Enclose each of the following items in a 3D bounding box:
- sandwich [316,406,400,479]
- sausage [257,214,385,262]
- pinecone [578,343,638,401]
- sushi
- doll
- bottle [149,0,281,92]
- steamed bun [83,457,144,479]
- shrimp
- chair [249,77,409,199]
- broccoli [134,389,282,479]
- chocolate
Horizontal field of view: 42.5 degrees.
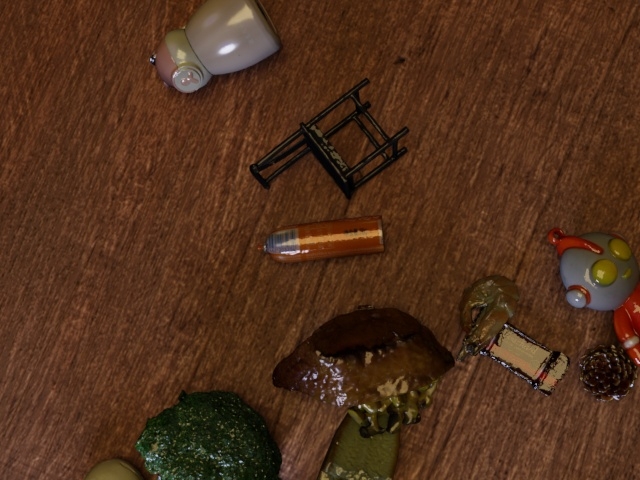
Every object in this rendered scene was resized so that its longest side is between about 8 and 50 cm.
[{"bbox_3d":[0.057,0.399,1.410,0.122,0.128,0.236,19,85,0],"label":"sandwich"},{"bbox_3d":[0.000,0.000,1.500,0.234,0.071,0.071,-6,81,4],"label":"sausage"},{"bbox_3d":[0.486,0.220,1.399,0.102,0.109,0.102,-10,62,20],"label":"pinecone"},{"bbox_3d":[0.080,0.221,1.418,0.296,0.167,0.179,-11,121,-20],"label":"sushi"},{"bbox_3d":[0.530,0.087,1.412,0.336,0.105,0.200,40,65,9],"label":"doll"},{"bbox_3d":[-0.206,-0.367,1.543,0.236,0.147,0.148,-29,80,9],"label":"bottle"},{"bbox_3d":[-0.365,0.454,1.461,0.112,0.091,0.130,-20,80,1],"label":"steamed bun"},{"bbox_3d":[0.280,0.133,1.445,0.099,0.041,0.180,23,67,28],"label":"shrimp"},{"bbox_3d":[0.016,-0.151,1.480,0.260,0.154,0.141,-37,79,-2],"label":"chair"},{"bbox_3d":[-0.185,0.401,1.400,0.269,0.254,0.269,0,91,42],"label":"broccoli"},{"bbox_3d":[0.346,0.196,1.458,0.182,0.028,0.086,29,88,12],"label":"chocolate"}]
